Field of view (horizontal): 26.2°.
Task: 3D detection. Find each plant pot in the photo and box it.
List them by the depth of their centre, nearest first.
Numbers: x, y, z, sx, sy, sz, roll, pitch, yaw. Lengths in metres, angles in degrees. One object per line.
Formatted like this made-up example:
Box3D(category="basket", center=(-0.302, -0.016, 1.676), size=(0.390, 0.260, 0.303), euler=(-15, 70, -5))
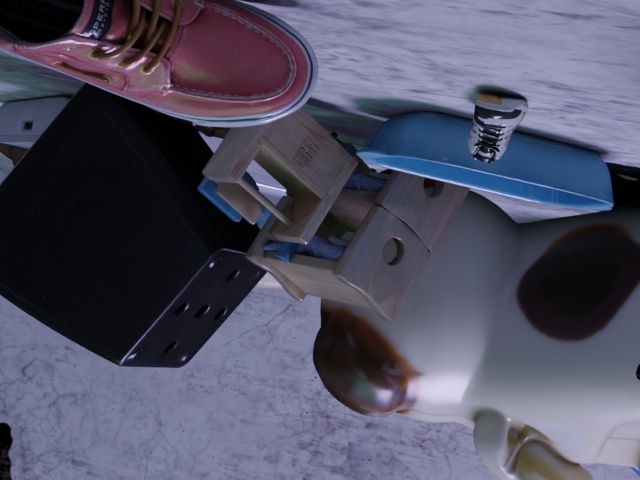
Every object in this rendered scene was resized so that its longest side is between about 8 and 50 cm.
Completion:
Box3D(category="plant pot", center=(-0.152, 0.005, 1.136), size=(0.167, 0.187, 0.188), euler=(44, -171, 17))

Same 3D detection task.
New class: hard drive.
Box3D(category="hard drive", center=(-0.131, -0.082, 1.409), size=(0.353, 0.047, 0.233), euler=(12, 178, -28))

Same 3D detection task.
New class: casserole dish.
Box3D(category="casserole dish", center=(0.118, -0.056, 0.958), size=(0.188, 0.037, 0.114), euler=(11, 177, -17))

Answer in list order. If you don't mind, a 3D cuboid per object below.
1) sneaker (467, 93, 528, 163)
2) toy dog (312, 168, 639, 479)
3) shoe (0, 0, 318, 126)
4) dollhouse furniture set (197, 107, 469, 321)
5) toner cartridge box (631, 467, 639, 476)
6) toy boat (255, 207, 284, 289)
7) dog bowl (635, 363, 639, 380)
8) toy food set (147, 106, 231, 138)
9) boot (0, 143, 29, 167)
Box3D(category="sneaker", center=(0.104, -0.065, 0.814), size=(0.032, 0.037, 0.083), euler=(13, 176, 7))
Box3D(category="toy dog", center=(0.195, 0.085, 1.155), size=(0.408, 0.284, 0.395), euler=(10, 164, 19))
Box3D(category="shoe", center=(-0.089, -0.096, 0.641), size=(0.178, 0.063, 0.081), euler=(16, -177, 2))
Box3D(category="dollhouse furniture set", center=(-0.008, -0.050, 1.036), size=(0.184, 0.129, 0.129), euler=(42, 161, -32))
Box3D(category="toner cartridge box", center=(0.373, 0.203, 1.554), size=(0.348, 0.075, 0.165), euler=(42, 165, -16))
Box3D(category="toy boat", center=(0.000, 0.000, 1.786), size=(0.318, 0.148, 0.267), euler=(16, -173, 29))
Box3D(category="dog bowl", center=(0.371, 0.039, 0.660), size=(0.408, 0.150, 0.408), euler=(11, 178, 0))
Box3D(category="toy food set", center=(-0.086, -0.101, 1.106), size=(0.078, 0.019, 0.122), euler=(9, 169, 42))
Box3D(category="boot", center=(-0.340, -0.085, 1.584), size=(0.219, 0.106, 0.082), euler=(10, 177, 15))
